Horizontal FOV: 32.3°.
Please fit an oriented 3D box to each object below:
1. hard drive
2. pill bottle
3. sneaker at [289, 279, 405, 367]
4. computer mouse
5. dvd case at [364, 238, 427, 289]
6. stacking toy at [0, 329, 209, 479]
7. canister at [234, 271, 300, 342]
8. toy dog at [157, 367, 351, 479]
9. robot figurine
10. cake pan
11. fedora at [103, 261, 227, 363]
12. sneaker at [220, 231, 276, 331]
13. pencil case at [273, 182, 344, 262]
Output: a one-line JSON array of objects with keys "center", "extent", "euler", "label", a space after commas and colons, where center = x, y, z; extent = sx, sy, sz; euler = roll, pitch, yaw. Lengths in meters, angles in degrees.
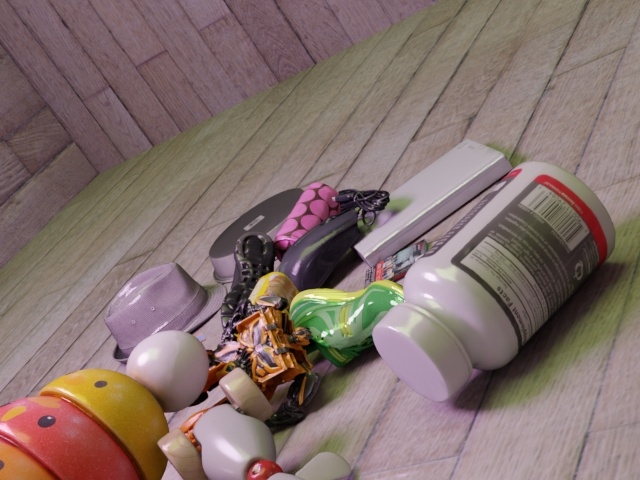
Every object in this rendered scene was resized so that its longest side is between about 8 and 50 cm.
[{"center": [0.187, -0.072, 2.038], "extent": [0.308, 0.040, 0.203], "euler": [-36, 18, -2], "label": "hard drive"}, {"center": [0.220, 0.056, 1.434], "extent": [0.318, 0.176, 0.176], "euler": [-42, 19, -21], "label": "pill bottle"}, {"center": [0.061, 0.135, 1.674], "extent": [0.296, 0.109, 0.123], "euler": [-11, 52, 47], "label": "sneaker"}, {"center": [0.000, 0.000, 2.033], "extent": [0.272, 0.072, 0.188], "euler": [-53, 19, -11], "label": "computer mouse"}, {"center": [0.128, 0.046, 1.882], "extent": [0.119, 0.013, 0.087], "euler": [-30, 19, 17], "label": "dvd case"}, {"center": [-0.331, 0.292, 1.521], "extent": [0.351, 0.350, 0.480], "euler": [-13, 28, 49], "label": "stacking toy"}, {"center": [-0.080, 0.142, 1.826], "extent": [0.073, 0.126, 0.170], "euler": [-26, 18, 25], "label": "canister"}, {"center": [-0.075, 0.314, 1.416], "extent": [0.220, 0.161, 0.333], "euler": [-30, 33, 5], "label": "toy dog"}, {"center": [-0.134, 0.212, 1.675], "extent": [0.291, 0.211, 0.085], "euler": [-36, -28, 20], "label": "robot figurine"}, {"center": [-0.128, -0.019, 2.431], "extent": [0.293, 0.054, 0.293], "euler": [-31, 18, 11], "label": "cake pan"}, {"center": [-0.343, 0.134, 2.306], "extent": [0.275, 0.124, 0.243], "euler": [-31, 19, 11], "label": "fedora"}, {"center": [-0.124, 0.108, 2.064], "extent": [0.101, 0.106, 0.267], "euler": [6, 46, 3], "label": "sneaker"}, {"center": [-0.023, -0.024, 2.207], "extent": [0.095, 0.098, 0.209], "euler": [21, 40, 12], "label": "pencil case"}]
